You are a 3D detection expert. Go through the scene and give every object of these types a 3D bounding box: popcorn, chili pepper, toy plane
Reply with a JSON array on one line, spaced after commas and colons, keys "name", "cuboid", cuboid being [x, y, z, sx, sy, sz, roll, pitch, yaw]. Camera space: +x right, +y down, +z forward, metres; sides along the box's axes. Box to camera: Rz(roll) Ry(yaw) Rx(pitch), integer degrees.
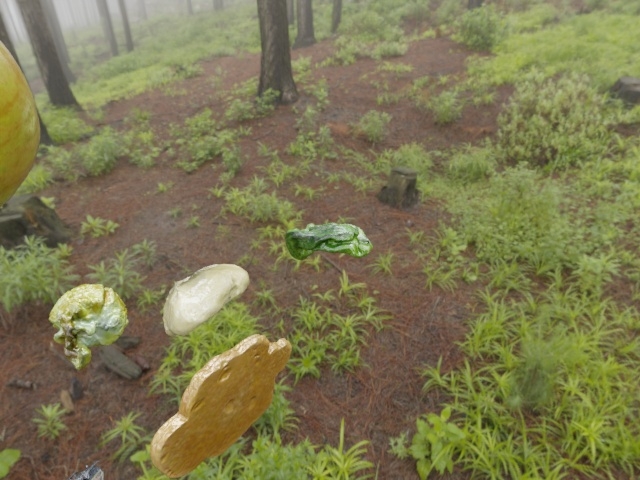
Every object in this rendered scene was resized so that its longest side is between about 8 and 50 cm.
[{"name": "popcorn", "cuboid": [-0.616, 0.226, 1.111, 0.197, 0.198, 0.213, 7, 55, 10]}, {"name": "chili pepper", "cuboid": [-0.001, -0.001, 0.301, 0.030, 0.034, 0.091, -53, 24, -22]}, {"name": "toy plane", "cuboid": [-0.283, 0.305, 0.497, 0.031, 0.049, 0.120, -25, 0, -7]}]

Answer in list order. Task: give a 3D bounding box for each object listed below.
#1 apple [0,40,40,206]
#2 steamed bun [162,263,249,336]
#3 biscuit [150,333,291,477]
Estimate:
[{"name": "apple", "cuboid": [-0.554, -0.153, 0.519, 0.338, 0.340, 0.340, 0, 32, 0]}, {"name": "steamed bun", "cuboid": [-0.274, 0.124, 0.926, 0.231, 0.111, 0.212, -36, 6, -7]}, {"name": "biscuit", "cuboid": [-0.202, 0.342, 0.916, 0.051, 0.270, 0.375, 26, 44, 32]}]
